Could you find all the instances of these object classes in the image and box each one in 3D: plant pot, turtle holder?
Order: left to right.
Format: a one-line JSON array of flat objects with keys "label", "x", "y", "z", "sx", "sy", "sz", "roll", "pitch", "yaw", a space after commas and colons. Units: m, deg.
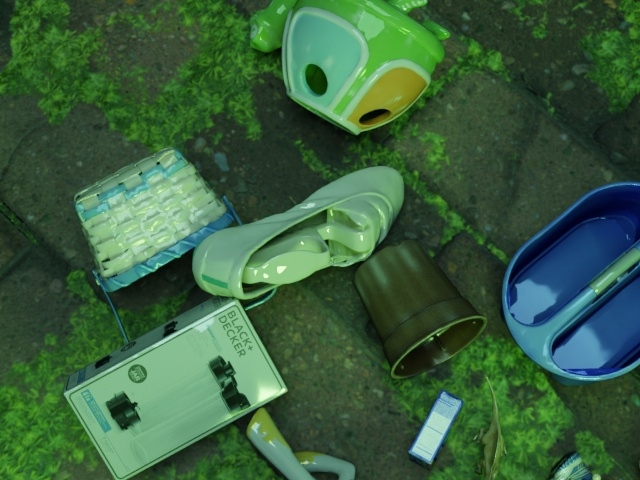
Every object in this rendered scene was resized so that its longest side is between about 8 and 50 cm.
[{"label": "turtle holder", "x": 0.028, "y": -0.316, "z": 1.717, "sx": 0.320, "sy": 0.243, "sz": 0.227, "roll": 30, "pitch": 93, "yaw": 2}, {"label": "plant pot", "x": 0.139, "y": 0.098, "z": 1.630, "sx": 0.167, "sy": 0.167, "sz": 0.165, "roll": -29, "pitch": 67, "yaw": -6}]

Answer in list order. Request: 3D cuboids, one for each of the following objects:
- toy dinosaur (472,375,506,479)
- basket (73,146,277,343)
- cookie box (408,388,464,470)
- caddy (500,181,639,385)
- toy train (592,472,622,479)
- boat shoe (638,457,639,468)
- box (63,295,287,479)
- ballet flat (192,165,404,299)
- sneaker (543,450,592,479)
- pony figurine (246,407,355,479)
[{"label": "toy dinosaur", "x": 0.258, "y": 0.301, "z": 1.591, "sx": 0.053, "sy": 0.092, "sz": 0.183, "roll": 7, "pitch": 74, "yaw": 4}, {"label": "basket", "x": -0.232, "y": 0.012, "z": 1.657, "sx": 0.255, "sy": 0.201, "sz": 0.289, "roll": -27, "pitch": 99, "yaw": -8}, {"label": "cookie box", "x": 0.173, "y": 0.285, "z": 1.600, "sx": 0.040, "sy": 0.092, "sz": 0.107, "roll": 27, "pitch": 77, "yaw": 13}, {"label": "caddy", "x": 0.429, "y": 0.067, "z": 1.612, "sx": 0.341, "sy": 0.179, "sz": 0.241, "roll": -39, "pitch": 74, "yaw": -9}, {"label": "toy train", "x": 0.387, "y": 0.424, "z": 1.561, "sx": 0.166, "sy": 0.046, "sz": 0.125, "roll": -32, "pitch": 77, "yaw": 3}, {"label": "boat shoe", "x": 0.510, "y": 0.393, "z": 1.516, "sx": 0.073, "sy": 0.080, "sz": 0.223, "roll": 1, "pitch": 37, "yaw": -4}, {"label": "box", "x": -0.215, "y": 0.214, "z": 1.601, "sx": 0.290, "sy": 0.087, "sz": 0.169, "roll": -27, "pitch": 102, "yaw": -4}, {"label": "ballet flat", "x": 0.000, "y": 0.000, "z": 1.615, "sx": 0.400, "sy": 0.139, "sz": 0.139, "roll": -22, "pitch": 72, "yaw": -30}, {"label": "sneaker", "x": 0.352, "y": 0.379, "z": 1.586, "sx": 0.135, "sy": 0.052, "sz": 0.058, "roll": -44, "pitch": 83, "yaw": -9}, {"label": "pony figurine", "x": 0.002, "y": 0.448, "z": 1.489, "sx": 0.364, "sy": 0.303, "sz": 0.351, "roll": 21, "pitch": 66, "yaw": 24}]
